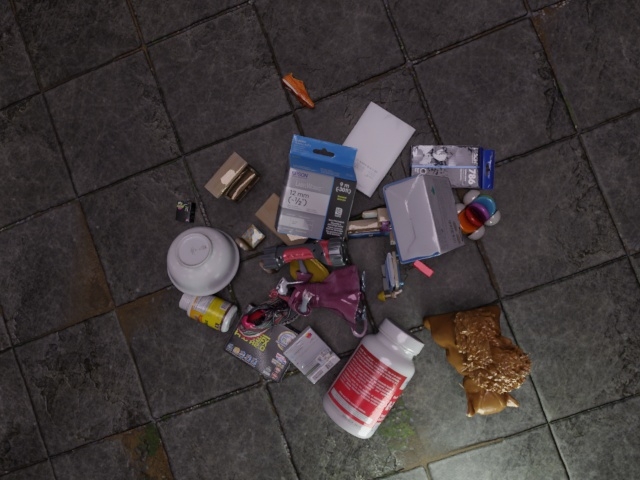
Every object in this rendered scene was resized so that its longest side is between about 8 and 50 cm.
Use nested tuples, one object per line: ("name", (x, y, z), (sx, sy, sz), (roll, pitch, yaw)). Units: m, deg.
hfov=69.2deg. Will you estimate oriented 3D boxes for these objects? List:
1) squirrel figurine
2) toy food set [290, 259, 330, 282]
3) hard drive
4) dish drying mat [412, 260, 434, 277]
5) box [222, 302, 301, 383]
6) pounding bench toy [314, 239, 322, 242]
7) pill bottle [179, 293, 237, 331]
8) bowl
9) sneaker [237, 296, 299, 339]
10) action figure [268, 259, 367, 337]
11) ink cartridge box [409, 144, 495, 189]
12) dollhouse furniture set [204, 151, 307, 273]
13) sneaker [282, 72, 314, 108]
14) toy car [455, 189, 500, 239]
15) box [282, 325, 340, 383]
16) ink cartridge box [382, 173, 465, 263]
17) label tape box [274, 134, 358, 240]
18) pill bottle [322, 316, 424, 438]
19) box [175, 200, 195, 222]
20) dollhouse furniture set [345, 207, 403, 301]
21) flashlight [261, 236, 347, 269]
("squirrel figurine", (0.553, 0.425, 1.617), (0.281, 0.397, 0.371), (-10, 79, 1))
("toy food set", (-0.024, 0.132, 1.846), (0.218, 0.071, 0.128), (45, 111, -4))
("hard drive", (0.200, -0.360, 1.848), (0.210, 0.040, 0.319), (34, 93, 5))
("dish drying mat", (0.406, 0.109, 1.833), (0.083, 0.008, 0.032), (36, 93, 5))
("box", (-0.225, 0.410, 1.867), (0.270, 0.060, 0.216), (31, 92, 6))
("pounding bench toy", (0.000, 0.000, 1.844), (0.083, 0.065, 0.052), (44, 92, -6))
("pill bottle", (-0.451, 0.275, 1.865), (0.215, 0.117, 0.117), (23, 91, 6))
("bowl", (-0.478, 0.060, 1.817), (0.297, 0.134, 0.298), (-2, 68, 4))
("sneaker", (-0.177, 0.279, 1.792), (0.299, 0.112, 0.121), (-31, 70, -29))
("action figure", (-0.010, 0.200, 1.756), (0.370, 0.276, 0.248), (-2, 44, 11))
("ink cartridge box", (0.515, -0.284, 1.803), (0.332, 0.065, 0.165), (1, 88, 5))
("dollhouse furniture set", (-0.207, -0.128, 1.778), (0.394, 0.256, 0.362), (42, 93, 5))
("sneaker", (-0.080, -0.607, 1.874), (0.067, 0.064, 0.175), (-41, 88, -6))
("toy car", (0.588, -0.100, 1.753), (0.182, 0.136, 0.159), (-43, 85, 4))
("box", (-0.035, 0.448, 1.819), (0.145, 0.038, 0.186), (-43, 107, -3))
("ink cartridge box", (0.386, -0.082, 1.645), (0.151, 0.395, 0.270), (-14, 88, 32))
("label tape box", (-0.009, -0.182, 1.668), (0.249, 0.115, 0.348), (10, 102, -12))
("pill bottle", (0.203, 0.503, 1.735), (0.229, 0.229, 0.408), (34, 93, 6))
("box", (-0.557, -0.118, 1.917), (0.062, 0.052, 0.083), (7, 90, 7))
("dollhouse furniture set", (0.196, 0.068, 1.716), (0.198, 0.286, 0.303), (-6, 77, 6))
("flashlight", (-0.060, 0.056, 1.654), (0.304, 0.103, 0.103), (-9, 88, 15))
